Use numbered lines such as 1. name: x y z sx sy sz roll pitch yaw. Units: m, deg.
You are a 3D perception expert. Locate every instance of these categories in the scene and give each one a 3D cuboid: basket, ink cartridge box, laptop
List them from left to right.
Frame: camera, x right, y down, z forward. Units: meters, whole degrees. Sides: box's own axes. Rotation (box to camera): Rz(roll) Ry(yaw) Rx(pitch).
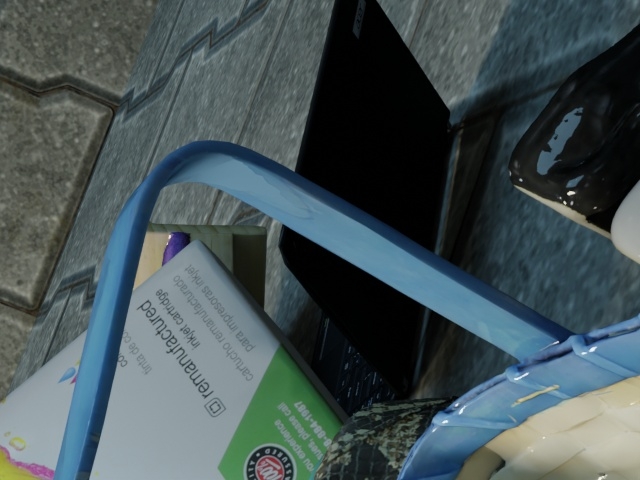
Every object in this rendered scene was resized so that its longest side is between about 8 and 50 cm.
1. ink cartridge box: -0.103 0.170 0.927 0.278 0.117 0.201 -40 50 -1
2. laptop: 0.000 0.000 1.152 0.264 0.136 0.234 -47 24 52
3. basket: 0.046 0.125 0.520 0.201 0.289 0.255 -43 30 57

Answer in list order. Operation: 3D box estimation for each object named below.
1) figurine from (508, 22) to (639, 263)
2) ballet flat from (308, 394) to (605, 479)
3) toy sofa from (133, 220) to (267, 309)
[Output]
1. figurine: 0.188 -0.082 0.742 0.209 0.092 0.215 -61 17 6
2. ballet flat: 0.026 0.281 0.674 0.182 0.164 0.483 -6 57 45
3. toy sofa: -0.119 0.126 1.223 0.362 0.177 0.150 -97 9 -63
